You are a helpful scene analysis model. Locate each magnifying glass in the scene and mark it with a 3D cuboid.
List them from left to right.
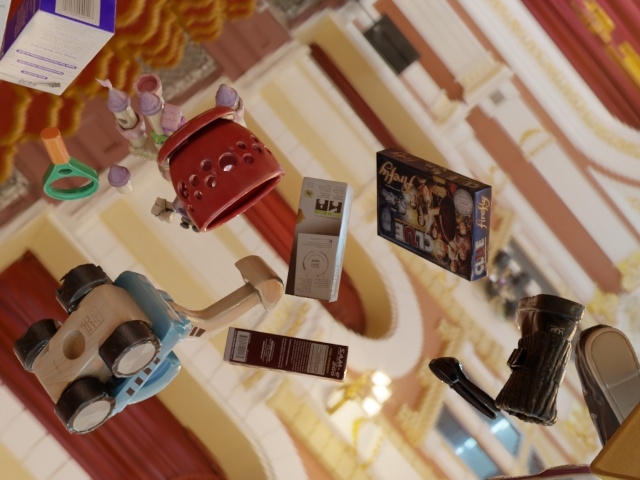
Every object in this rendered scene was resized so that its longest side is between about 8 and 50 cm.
[{"bbox_3d":[-0.410,-0.118,1.662,0.092,0.026,0.231,-9,158,-6],"label":"magnifying glass"}]

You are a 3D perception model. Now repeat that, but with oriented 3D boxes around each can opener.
[{"bbox_3d":[0.313,0.321,2.254,0.073,0.186,0.059,-38,163,-40],"label":"can opener"}]

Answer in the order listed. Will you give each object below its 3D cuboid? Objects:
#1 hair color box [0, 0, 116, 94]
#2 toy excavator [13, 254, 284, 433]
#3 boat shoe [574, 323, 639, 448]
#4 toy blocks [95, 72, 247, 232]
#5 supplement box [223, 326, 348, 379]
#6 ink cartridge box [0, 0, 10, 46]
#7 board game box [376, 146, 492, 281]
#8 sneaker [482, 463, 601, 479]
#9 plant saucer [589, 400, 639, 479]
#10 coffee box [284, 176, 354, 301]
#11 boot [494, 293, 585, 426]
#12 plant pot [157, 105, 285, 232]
[{"bbox_3d":[-0.638,-0.481,2.467,0.339,0.185,0.110,-31,-126,48],"label":"hair color box"},{"bbox_3d":[-0.324,0.180,2.115,0.433,0.222,0.445,-50,152,9],"label":"toy excavator"},{"bbox_3d":[0.509,0.298,1.720,0.112,0.335,0.095,-19,179,-5],"label":"boat shoe"},{"bbox_3d":[-0.348,-0.238,2.320,0.260,0.288,0.309,74,36,-60],"label":"toy blocks"},{"bbox_3d":[-0.065,0.230,2.076,0.130,0.239,0.073,84,16,-80],"label":"supplement box"},{"bbox_3d":[-0.652,-0.405,1.802,0.091,0.308,0.385,-2,126,-42],"label":"ink cartridge box"},{"bbox_3d":[0.189,-0.048,1.777,0.042,0.165,0.243,-20,-149,-33],"label":"board game box"},{"bbox_3d":[0.364,0.493,1.860,0.305,0.152,0.114,-17,171,31],"label":"sneaker"},{"bbox_3d":[0.610,0.286,1.484,0.332,0.081,0.332,1,-151,46],"label":"plant saucer"},{"bbox_3d":[0.000,0.000,2.179,0.141,0.098,0.247,22,77,-81],"label":"coffee box"},{"bbox_3d":[0.458,0.257,2.212,0.348,0.131,0.260,48,58,-78],"label":"boot"},{"bbox_3d":[-0.188,-0.134,1.880,0.191,0.174,0.191,-37,178,-1],"label":"plant pot"}]
